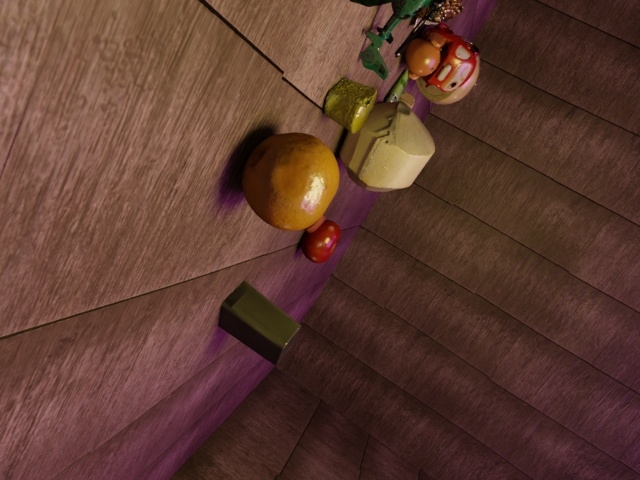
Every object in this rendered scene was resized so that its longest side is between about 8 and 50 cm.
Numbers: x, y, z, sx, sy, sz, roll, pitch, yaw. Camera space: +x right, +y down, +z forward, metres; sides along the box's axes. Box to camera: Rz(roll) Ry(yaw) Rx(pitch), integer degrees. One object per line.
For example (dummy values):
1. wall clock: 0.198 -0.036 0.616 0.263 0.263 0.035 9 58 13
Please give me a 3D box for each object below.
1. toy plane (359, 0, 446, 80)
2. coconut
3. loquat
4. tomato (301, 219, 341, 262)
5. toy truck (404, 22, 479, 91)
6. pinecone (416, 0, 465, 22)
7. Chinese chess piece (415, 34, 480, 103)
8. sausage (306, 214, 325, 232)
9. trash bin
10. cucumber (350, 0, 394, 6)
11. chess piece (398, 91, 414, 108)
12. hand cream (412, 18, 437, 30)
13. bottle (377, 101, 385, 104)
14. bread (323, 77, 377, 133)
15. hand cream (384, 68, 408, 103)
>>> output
1. toy plane: 0.213 -0.573 0.963 0.382 0.155 0.106 -44 -178 41
2. coconut: 0.233 -0.330 1.398 0.323 0.323 0.323 -55 170 -15
3. loquat: -0.063 -0.124 0.856 0.208 0.208 0.208 -55 170 -15
4. tomato: 0.000 0.000 1.723 0.195 0.136 0.195 -57 169 -17
5. toy truck: 0.438 -0.655 1.493 0.189 0.265 0.239 -52 -174 46
6. pinecone: 0.330 -0.701 1.136 0.173 0.174 0.173 -55 170 -15
7. Chinese chess piece: 0.528 -0.711 1.691 0.112 0.270 0.270 -13 142 -37
8. sausage: -0.051 -0.087 1.345 0.097 0.094 0.348 -44 172 3
9. trash bin: -0.199 0.277 1.320 0.122 0.241 0.164 -46 166 -42
10. cucumber: 0.095 -0.473 0.629 0.191 0.191 0.130 -60 161 17
11. chess piece: 0.291 -0.493 1.696 0.397 0.117 0.117 -54 170 -26
12. hand cream: 0.370 -0.770 1.390 0.257 0.050 0.084 -39 157 -46
13. bottle: 0.240 -0.506 1.575 0.047 0.063 0.101 -26 173 12
14. bread: 0.081 -0.356 1.076 0.129 0.114 0.111 -50 169 -38
15. hand cream: 0.311 -0.602 1.624 0.175 0.046 0.095 -57 168 -15
